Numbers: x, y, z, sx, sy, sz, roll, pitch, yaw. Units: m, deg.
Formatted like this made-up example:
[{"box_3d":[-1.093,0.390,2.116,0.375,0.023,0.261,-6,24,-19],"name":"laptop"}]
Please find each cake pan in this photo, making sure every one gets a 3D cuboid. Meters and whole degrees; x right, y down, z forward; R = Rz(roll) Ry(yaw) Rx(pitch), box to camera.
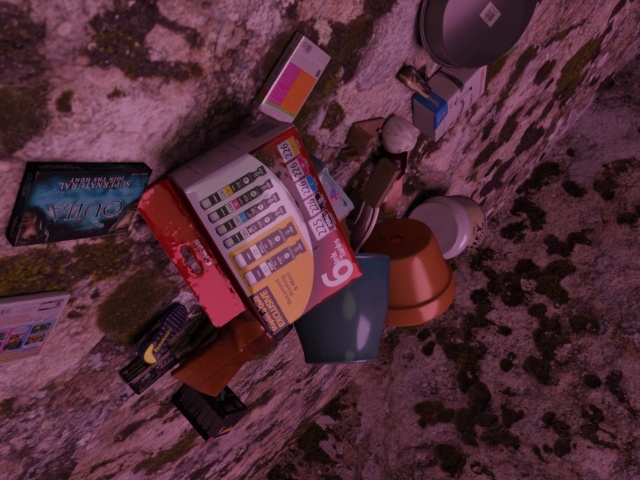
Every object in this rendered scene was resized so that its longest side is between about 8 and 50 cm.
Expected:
[{"box_3d":[0.351,-0.500,1.183,0.294,0.054,0.293,-18,136,-18],"name":"cake pan"}]

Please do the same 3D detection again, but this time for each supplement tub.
[{"box_3d":[0.476,-0.052,2.078,0.325,0.235,0.235,-11,137,-58],"name":"supplement tub"}]

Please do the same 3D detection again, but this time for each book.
[{"box_3d":[-0.050,-0.282,0.967,0.144,0.035,0.096,-54,155,13],"name":"book"}]

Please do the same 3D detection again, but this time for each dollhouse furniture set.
[{"box_3d":[0.140,-0.188,1.324,0.123,0.151,0.144,-24,150,-47],"name":"dollhouse furniture set"}]

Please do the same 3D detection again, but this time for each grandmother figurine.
[{"box_3d":[0.195,-0.193,1.499,0.342,0.104,0.207,89,12,-55],"name":"grandmother figurine"}]

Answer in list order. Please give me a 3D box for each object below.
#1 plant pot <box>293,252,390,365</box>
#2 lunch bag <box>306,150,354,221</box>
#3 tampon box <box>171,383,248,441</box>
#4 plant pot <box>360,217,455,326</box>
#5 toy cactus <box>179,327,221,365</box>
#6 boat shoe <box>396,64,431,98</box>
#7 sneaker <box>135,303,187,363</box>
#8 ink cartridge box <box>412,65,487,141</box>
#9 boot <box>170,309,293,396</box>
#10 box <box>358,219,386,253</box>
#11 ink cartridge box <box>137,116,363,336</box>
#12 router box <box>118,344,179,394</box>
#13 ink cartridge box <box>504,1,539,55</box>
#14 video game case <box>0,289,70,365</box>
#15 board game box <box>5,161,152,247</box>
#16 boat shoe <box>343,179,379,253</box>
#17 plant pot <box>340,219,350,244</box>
[{"box_3d":[0.045,0.175,1.363,0.272,0.272,0.254,19,67,-67],"name":"plant pot"},{"box_3d":[-0.057,-0.055,1.169,0.223,0.160,0.262,-48,153,-3],"name":"lunch bag"},{"box_3d":[-0.312,0.465,1.554,0.101,0.161,0.120,-52,158,9],"name":"tampon box"},{"box_3d":[0.231,0.073,1.570,0.291,0.291,0.203,-37,130,-28],"name":"plant pot"},{"box_3d":[-0.286,0.310,1.462,0.181,0.112,0.218,2,131,-40],"name":"toy cactus"},{"box_3d":[0.236,-0.379,1.312,0.049,0.056,0.152,-52,159,22],"name":"boat shoe"},{"box_3d":[-0.346,0.194,1.189,0.144,0.059,0.053,-55,132,-28],"name":"sneaker"},{"box_3d":[0.343,-0.387,1.461,0.203,0.086,0.148,-46,158,-5],"name":"ink cartridge box"},{"box_3d":[-0.247,0.223,1.304,0.280,0.096,0.264,-40,131,7],"name":"boot"},{"box_3d":[0.126,0.029,1.752,0.290,0.087,0.169,-19,144,-52],"name":"box"},{"box_3d":[-0.116,-0.005,0.939,0.272,0.130,0.309,-34,119,-13],"name":"ink cartridge box"},{"box_3d":[-0.395,0.293,1.273,0.122,0.038,0.092,-40,157,-22],"name":"router box"},{"box_3d":[0.446,-0.575,1.326,0.189,0.097,0.255,-33,154,-33],"name":"ink cartridge box"},{"box_3d":[-0.491,0.143,0.864,0.143,0.019,0.157,-56,158,19],"name":"video game case"},{"box_3d":[-0.343,-0.055,0.797,0.186,0.026,0.126,-12,138,-56],"name":"board game box"},{"box_3d":[0.066,-0.029,1.511,0.097,0.116,0.324,8,125,-23],"name":"boat shoe"},{"box_3d":[0.000,0.000,1.431,0.095,0.134,0.134,-10,140,-31],"name":"plant pot"}]
